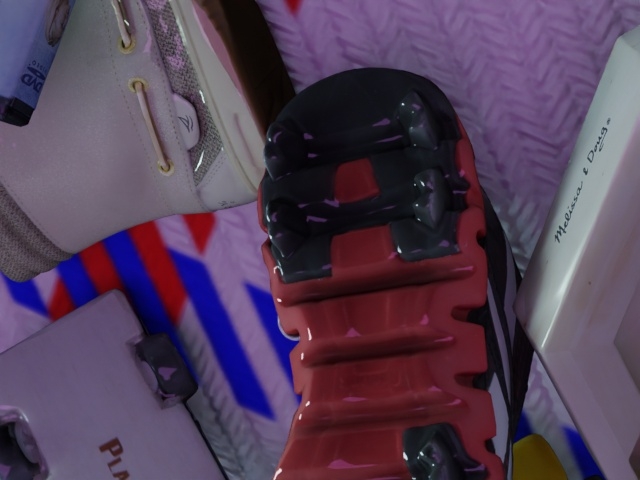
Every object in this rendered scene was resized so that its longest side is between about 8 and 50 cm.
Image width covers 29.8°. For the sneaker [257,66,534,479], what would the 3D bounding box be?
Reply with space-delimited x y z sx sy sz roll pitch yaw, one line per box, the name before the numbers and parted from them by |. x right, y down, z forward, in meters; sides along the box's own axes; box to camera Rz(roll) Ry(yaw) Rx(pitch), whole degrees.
sneaker | 0.035 0.078 0.473 0.097 0.135 0.276 -7 72 22

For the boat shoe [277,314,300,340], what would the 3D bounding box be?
boat shoe | 0.000 0.000 0.546 0.035 0.035 0.100 20 111 5

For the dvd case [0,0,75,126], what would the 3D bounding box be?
dvd case | -0.148 -0.186 0.454 0.180 0.022 0.253 18 85 12

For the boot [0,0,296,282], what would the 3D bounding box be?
boot | -0.115 -0.096 0.520 0.165 0.077 0.213 -19 103 19

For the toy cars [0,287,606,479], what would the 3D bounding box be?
toy cars | 0.015 0.158 0.565 0.393 0.087 0.176 18 75 7

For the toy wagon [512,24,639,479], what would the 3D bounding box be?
toy wagon | 0.251 0.026 0.459 0.344 0.068 0.267 13 111 -14
